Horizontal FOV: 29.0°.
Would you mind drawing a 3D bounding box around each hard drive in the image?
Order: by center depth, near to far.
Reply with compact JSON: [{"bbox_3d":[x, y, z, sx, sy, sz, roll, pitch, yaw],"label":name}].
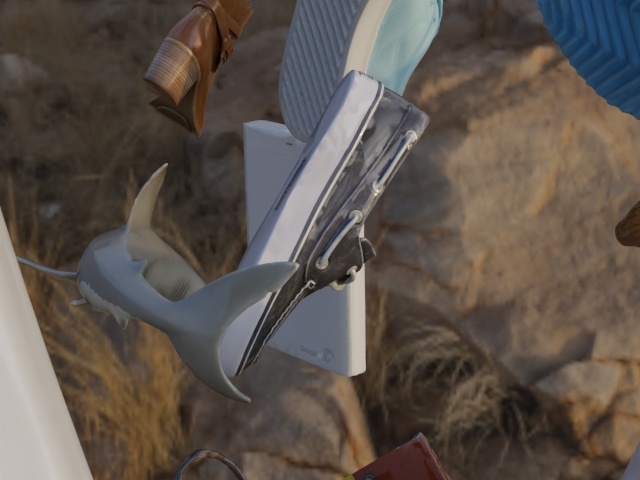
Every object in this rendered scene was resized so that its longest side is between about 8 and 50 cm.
[{"bbox_3d":[-0.022,0.007,1.633,0.040,0.308,0.203,-16,22,-40],"label":"hard drive"}]

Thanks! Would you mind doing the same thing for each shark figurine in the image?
[{"bbox_3d":[-0.112,0.007,0.819,0.166,0.116,0.278,25,-3,-12],"label":"shark figurine"}]

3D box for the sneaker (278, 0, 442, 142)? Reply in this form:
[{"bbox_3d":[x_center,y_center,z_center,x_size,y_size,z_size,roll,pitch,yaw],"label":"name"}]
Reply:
[{"bbox_3d":[0.069,-0.274,1.302,0.150,0.366,0.135,-12,46,-42],"label":"sneaker"}]

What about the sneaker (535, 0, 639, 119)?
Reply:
[{"bbox_3d":[0.163,-0.071,0.394,0.092,0.087,0.228,-16,39,-38],"label":"sneaker"}]

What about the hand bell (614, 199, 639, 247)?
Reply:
[{"bbox_3d":[0.250,-0.027,0.745,0.126,0.126,0.242,-12,-8,-21],"label":"hand bell"}]

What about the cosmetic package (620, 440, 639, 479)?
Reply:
[{"bbox_3d":[0.330,0.176,0.725,0.197,0.155,0.365,26,-4,-5],"label":"cosmetic package"}]

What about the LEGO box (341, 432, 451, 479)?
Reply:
[{"bbox_3d":[0.144,0.444,0.844,0.193,0.372,0.500,-30,48,-1],"label":"LEGO box"}]

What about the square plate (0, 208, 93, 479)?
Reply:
[{"bbox_3d":[-0.260,0.028,0.372,0.347,0.049,0.344,-14,74,-26],"label":"square plate"}]

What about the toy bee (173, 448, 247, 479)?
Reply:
[{"bbox_3d":[-0.062,0.282,0.589,0.162,0.195,0.298,-28,47,25],"label":"toy bee"}]

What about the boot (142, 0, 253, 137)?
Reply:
[{"bbox_3d":[-0.132,-0.208,1.427,0.073,0.197,0.152,32,79,5],"label":"boot"}]

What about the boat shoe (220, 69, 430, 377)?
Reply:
[{"bbox_3d":[0.000,0.000,1.113,0.102,0.301,0.108,29,-3,-10],"label":"boat shoe"}]
